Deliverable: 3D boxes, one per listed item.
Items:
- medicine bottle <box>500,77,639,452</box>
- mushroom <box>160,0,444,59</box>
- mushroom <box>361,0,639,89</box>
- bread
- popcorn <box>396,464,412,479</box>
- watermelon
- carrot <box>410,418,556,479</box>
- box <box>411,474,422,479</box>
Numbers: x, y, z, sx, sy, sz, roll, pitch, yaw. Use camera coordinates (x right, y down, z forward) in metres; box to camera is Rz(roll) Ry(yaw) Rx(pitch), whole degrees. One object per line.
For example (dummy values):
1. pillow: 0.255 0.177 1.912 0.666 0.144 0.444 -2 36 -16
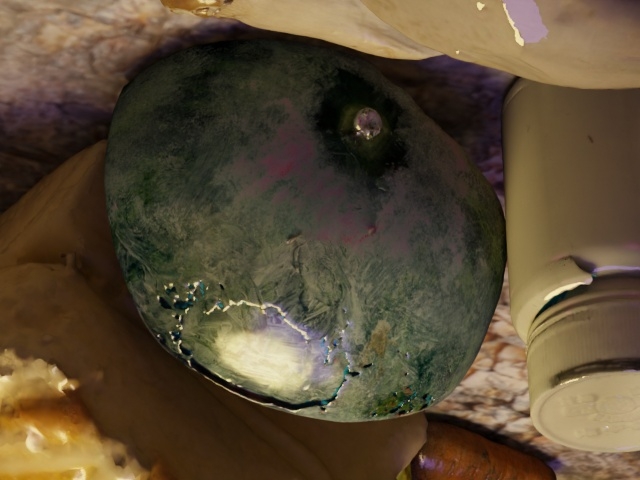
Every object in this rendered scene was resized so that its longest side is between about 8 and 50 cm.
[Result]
1. medicine bottle: 0.200 0.006 1.379 0.143 0.258 0.143 0 147 0
2. mushroom: -0.002 -0.165 1.292 0.209 0.071 0.084 13 112 -25
3. mushroom: 0.167 -0.155 1.265 0.350 0.128 0.128 14 144 -29
4. bread: -0.171 0.176 1.519 0.371 0.279 0.390 45 133 -13
5. popcorn: -0.024 0.220 1.764 0.198 0.198 0.212 -22 154 28
6. watermelon: 0.003 -0.005 1.366 0.321 0.188 0.175 24 130 -12
7. carrot: 0.151 0.211 1.874 0.186 0.060 0.060 19 141 -31
8. box: 0.064 0.244 1.918 0.111 0.060 0.156 -25 137 32
